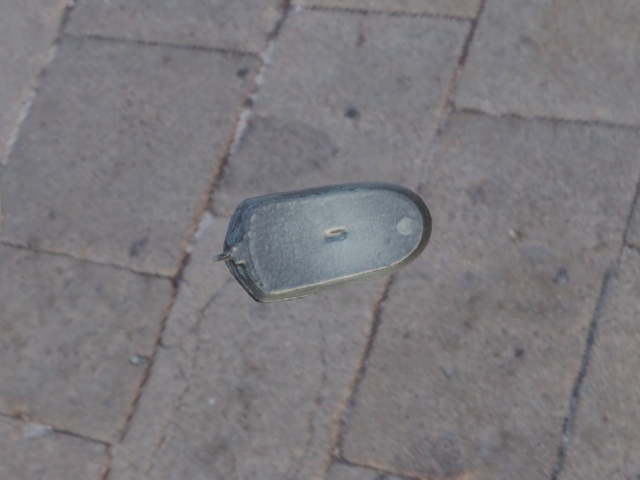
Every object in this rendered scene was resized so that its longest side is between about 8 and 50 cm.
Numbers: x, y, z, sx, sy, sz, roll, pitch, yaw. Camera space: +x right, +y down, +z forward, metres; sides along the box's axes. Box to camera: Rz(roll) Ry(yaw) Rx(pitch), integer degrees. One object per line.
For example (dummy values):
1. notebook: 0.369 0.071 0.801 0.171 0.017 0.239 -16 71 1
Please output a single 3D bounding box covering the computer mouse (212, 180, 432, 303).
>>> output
1. computer mouse: 0.001 0.000 1.315 0.229 0.068 0.113 -9 90 -3
